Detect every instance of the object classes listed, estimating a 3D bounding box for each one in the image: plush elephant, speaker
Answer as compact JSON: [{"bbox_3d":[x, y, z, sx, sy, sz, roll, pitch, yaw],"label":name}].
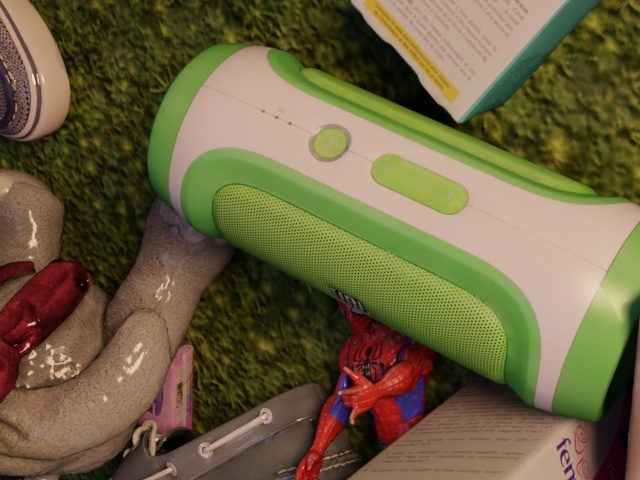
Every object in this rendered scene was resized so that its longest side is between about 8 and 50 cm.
[{"bbox_3d":[-0.262,0.084,0.806,0.272,0.255,0.330,16,91,36],"label":"plush elephant"},{"bbox_3d":[0.047,-0.012,0.650,0.296,0.131,0.131,26,123,22],"label":"speaker"}]

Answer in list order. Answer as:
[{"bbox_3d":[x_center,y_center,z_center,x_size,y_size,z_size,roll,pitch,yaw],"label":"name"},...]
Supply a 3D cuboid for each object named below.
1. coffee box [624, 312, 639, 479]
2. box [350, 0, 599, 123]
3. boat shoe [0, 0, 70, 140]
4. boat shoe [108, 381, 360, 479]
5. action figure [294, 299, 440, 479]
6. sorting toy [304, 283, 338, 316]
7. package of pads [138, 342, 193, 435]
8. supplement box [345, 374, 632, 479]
[{"bbox_3d":[0.249,0.162,0.574,0.168,0.119,0.297,15,116,33],"label":"coffee box"},{"bbox_3d":[0.123,-0.179,0.579,0.100,0.060,0.244,51,131,11],"label":"box"},{"bbox_3d":[-0.362,-0.187,0.903,0.340,0.158,0.127,42,129,19],"label":"boat shoe"},{"bbox_3d":[-0.099,0.183,0.885,0.319,0.116,0.099,-20,80,40],"label":"boat shoe"},{"bbox_3d":[0.046,0.161,0.734,0.091,0.139,0.280,-14,96,40],"label":"action figure"},{"bbox_3d":[0.000,0.000,0.764,0.042,0.061,0.102,-26,99,9],"label":"sorting toy"},{"bbox_3d":[-0.130,0.119,0.924,0.050,0.032,0.083,17,118,29],"label":"package of pads"},{"bbox_3d":[0.093,0.165,0.635,0.114,0.220,0.111,-10,102,40],"label":"supplement box"}]
